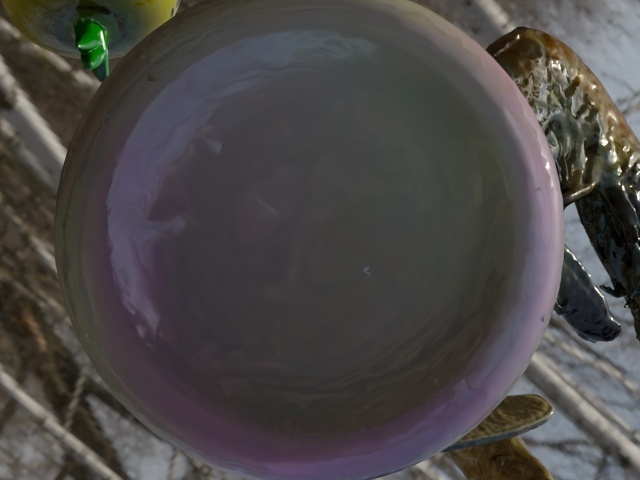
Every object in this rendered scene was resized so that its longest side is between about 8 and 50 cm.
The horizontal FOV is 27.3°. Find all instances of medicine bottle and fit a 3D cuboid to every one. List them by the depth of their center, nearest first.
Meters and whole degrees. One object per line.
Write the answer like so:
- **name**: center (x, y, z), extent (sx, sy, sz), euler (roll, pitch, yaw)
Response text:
- **medicine bottle**: center (-0.008, -0.003, 0.725), extent (0.219, 0.219, 0.388), euler (-49, -179, -2)

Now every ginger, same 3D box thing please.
- **ginger**: center (0.188, 0.214, 1.732), extent (0.122, 0.348, 0.363), euler (-40, 170, 13)

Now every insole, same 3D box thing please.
- **insole**: center (0.062, 0.152, 1.039), extent (0.248, 0.011, 0.081), euler (-11, -162, -10)

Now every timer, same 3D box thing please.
- **timer**: center (-0.314, -0.335, 1.803), extent (0.285, 0.285, 0.285), euler (-44, -164, 16)

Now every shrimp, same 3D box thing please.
- **shrimp**: center (0.272, 0.004, 1.274), extent (0.085, 0.445, 0.272), euler (-20, -162, 40)
